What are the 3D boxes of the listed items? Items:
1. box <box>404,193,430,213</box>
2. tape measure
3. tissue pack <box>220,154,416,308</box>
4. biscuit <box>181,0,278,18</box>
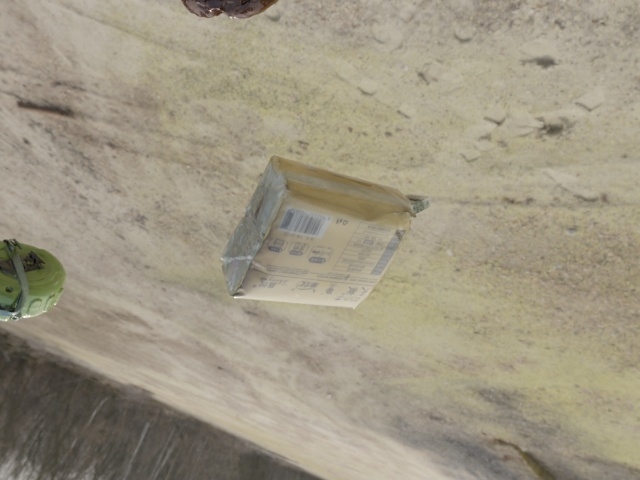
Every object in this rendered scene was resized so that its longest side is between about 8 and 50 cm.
[{"bbox_3d":[0.158,-0.063,0.939,0.054,0.083,0.024,12,119,47],"label":"box"},{"bbox_3d":[-0.513,0.061,0.850,0.177,0.088,0.154,43,-158,21],"label":"tape measure"},{"bbox_3d":[0.000,0.000,0.673,0.222,0.090,0.186,7,125,-36],"label":"tissue pack"},{"bbox_3d":[-0.138,-0.414,0.804,0.191,0.192,0.049,16,147,14],"label":"biscuit"}]
